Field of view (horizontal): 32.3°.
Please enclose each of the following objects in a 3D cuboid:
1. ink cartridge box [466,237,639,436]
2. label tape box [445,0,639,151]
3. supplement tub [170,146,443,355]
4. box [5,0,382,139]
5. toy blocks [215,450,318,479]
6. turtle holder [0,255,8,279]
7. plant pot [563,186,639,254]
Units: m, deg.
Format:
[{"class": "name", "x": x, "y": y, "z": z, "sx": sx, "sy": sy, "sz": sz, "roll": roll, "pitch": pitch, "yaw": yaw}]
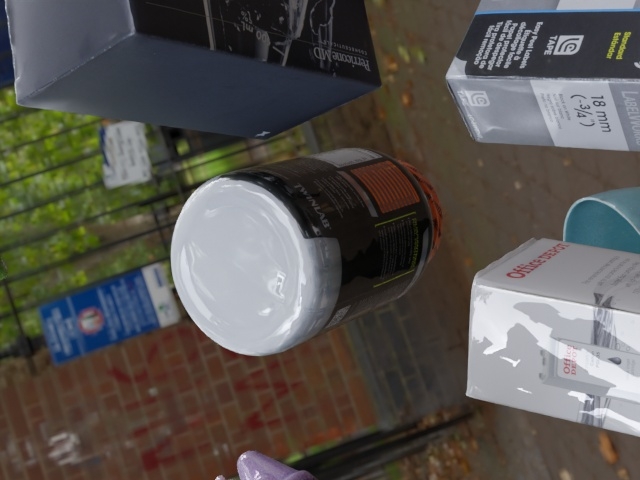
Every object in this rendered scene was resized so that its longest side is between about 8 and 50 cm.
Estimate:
[{"class": "ink cartridge box", "x": 0.299, "y": 0.090, "z": 1.006, "sx": 0.207, "sy": 0.283, "sz": 0.117, "roll": -22, "pitch": -62, "yaw": -59}, {"class": "label tape box", "x": 0.316, "y": -0.200, "z": 1.011, "sx": 0.106, "sy": 0.334, "sz": 0.240, "roll": 56, "pitch": -130, "yaw": -45}, {"class": "supplement tub", "x": 0.000, "y": 0.000, "z": 1.317, "sx": 0.338, "sy": 0.207, "sz": 0.207, "roll": -17, "pitch": -92, "yaw": -56}, {"class": "box", "x": -0.132, "y": -0.287, "z": 1.103, "sx": 0.343, "sy": 0.179, "sz": 0.312, "roll": 1, "pitch": -106, "yaw": -50}, {"class": "toy blocks", "x": -0.058, "y": 0.294, "z": 0.845, "sx": 0.260, "sy": 0.309, "sz": 0.288, "roll": 45, "pitch": -173, "yaw": 21}, {"class": "turtle holder", "x": -0.566, "y": 0.029, "z": 1.344, "sx": 0.243, "sy": 0.320, "sz": 0.227, "roll": 55, "pitch": -175, "yaw": 23}, {"class": "plant pot", "x": 0.495, "y": 0.044, "z": 1.521, "sx": 0.290, "sy": 0.195, "sz": 0.290, "roll": 159, "pitch": 90, "yaw": -78}]
